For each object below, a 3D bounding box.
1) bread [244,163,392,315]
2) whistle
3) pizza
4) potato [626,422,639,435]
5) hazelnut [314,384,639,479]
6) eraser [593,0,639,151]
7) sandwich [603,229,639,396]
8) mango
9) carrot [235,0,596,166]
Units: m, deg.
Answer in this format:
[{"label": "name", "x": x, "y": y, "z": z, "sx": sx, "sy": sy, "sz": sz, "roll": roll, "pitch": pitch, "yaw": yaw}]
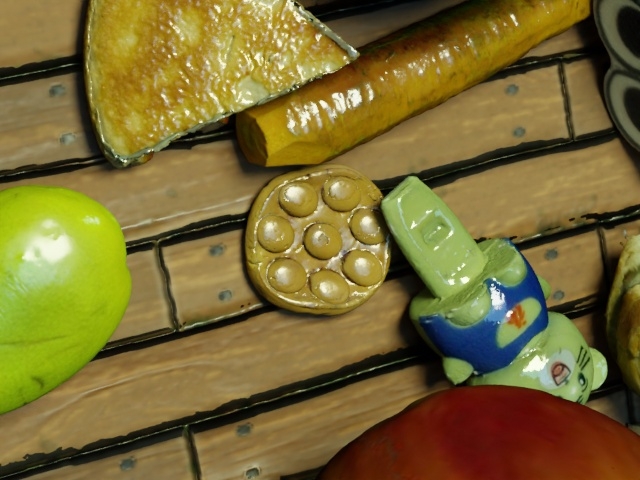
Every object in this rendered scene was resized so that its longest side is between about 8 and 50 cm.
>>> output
[{"label": "bread", "x": 0.000, "y": 0.000, "z": 1.032, "sx": 0.110, "sy": 0.024, "sz": 0.110, "roll": -1, "pitch": 94, "yaw": -23}, {"label": "whistle", "x": 0.118, "y": 0.051, "z": 1.052, "sx": 0.105, "sy": 0.085, "sz": 0.227, "roll": -42, "pitch": 108, "yaw": -18}, {"label": "pizza", "x": -0.064, "y": -0.139, "z": 0.959, "sx": 0.176, "sy": 0.036, "sz": 0.184, "roll": -2, "pitch": 95, "yaw": 2}, {"label": "potato", "x": 0.281, "y": 0.152, "z": 1.154, "sx": 0.093, "sy": 0.036, "sz": 0.037, "roll": -6, "pitch": 93, "yaw": -23}, {"label": "hazelnut", "x": 0.130, "y": 0.273, "z": 0.941, "sx": 0.366, "sy": 0.366, "sz": 0.365, "roll": -2, "pitch": 95, "yaw": -22}, {"label": "eraser", "x": 0.337, "y": -0.188, "z": 1.107, "sx": 0.290, "sy": 0.087, "sz": 0.171, "roll": -31, "pitch": 130, "yaw": -17}, {"label": "sandwich", "x": 0.340, "y": -0.009, "z": 1.097, "sx": 0.254, "sy": 0.099, "sz": 0.288, "roll": 0, "pitch": 111, "yaw": -23}, {"label": "mango", "x": -0.187, "y": 0.040, "z": 0.931, "sx": 0.117, "sy": 0.089, "sz": 0.163, "roll": 36, "pitch": 93, "yaw": -29}, {"label": "carrot", "x": 0.086, "y": -0.127, "z": 1.041, "sx": 0.314, "sy": 0.066, "sz": 0.066, "roll": -26, "pitch": 104, "yaw": -22}]
